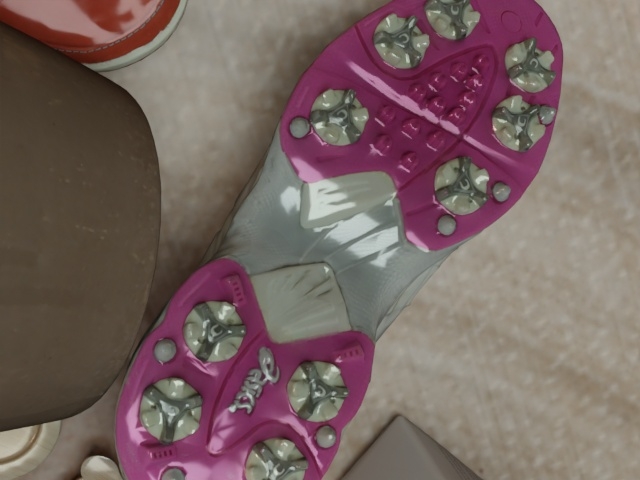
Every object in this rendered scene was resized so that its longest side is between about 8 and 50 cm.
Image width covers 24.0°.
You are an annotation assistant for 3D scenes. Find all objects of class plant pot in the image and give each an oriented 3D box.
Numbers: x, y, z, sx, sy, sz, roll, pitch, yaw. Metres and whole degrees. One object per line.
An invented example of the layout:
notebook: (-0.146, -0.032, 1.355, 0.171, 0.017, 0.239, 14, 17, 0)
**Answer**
plant pot: (-0.193, -0.012, 0.598, 0.229, 0.263, 0.263, 10, 101, -31)

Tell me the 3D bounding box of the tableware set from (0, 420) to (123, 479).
tableware set: (-0.160, 0.146, 0.743, 0.141, 0.020, 0.169, 39, 93, -17)

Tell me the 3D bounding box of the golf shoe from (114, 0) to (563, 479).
golf shoe: (0.000, 0.000, 0.705, 0.115, 0.140, 0.306, 41, 70, -6)

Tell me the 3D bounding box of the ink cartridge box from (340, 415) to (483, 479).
ink cartridge box: (0.125, 0.238, 0.727, 0.283, 0.207, 0.117, 40, 93, -17)

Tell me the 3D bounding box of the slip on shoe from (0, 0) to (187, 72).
slip on shoe: (-0.181, -0.183, 0.610, 0.123, 0.101, 0.331, -47, 118, 0)
